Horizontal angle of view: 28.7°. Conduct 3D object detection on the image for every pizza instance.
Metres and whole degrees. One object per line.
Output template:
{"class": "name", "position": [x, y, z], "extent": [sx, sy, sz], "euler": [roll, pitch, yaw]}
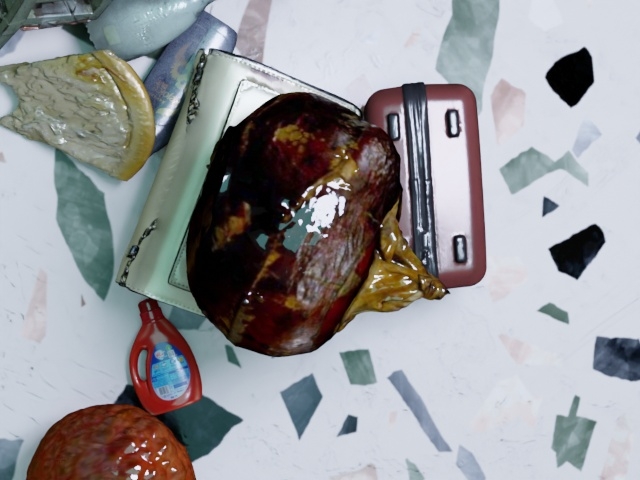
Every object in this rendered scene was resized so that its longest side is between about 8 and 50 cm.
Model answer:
{"class": "pizza", "position": [-0.354, -0.193, 1.766], "extent": [0.262, 0.034, 0.181], "euler": [16, 112, 5]}

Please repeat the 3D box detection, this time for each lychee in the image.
{"class": "lychee", "position": [-0.289, 0.356, 1.736], "extent": [0.255, 0.300, 0.255], "euler": [12, 60, -22]}

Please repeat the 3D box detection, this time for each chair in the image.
{"class": "chair", "position": [-0.386, -0.353, 1.713], "extent": [0.147, 0.270, 0.136], "euler": [-13, 79, -34]}

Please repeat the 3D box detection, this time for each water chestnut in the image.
{"class": "water chestnut", "position": [0.000, 0.000, 1.584], "extent": [0.347, 0.335, 0.335], "euler": [24, 87, -2]}

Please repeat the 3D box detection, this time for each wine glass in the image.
{"class": "wine glass", "position": [-0.189, -0.328, 1.679], "extent": [0.309, 0.264, 0.096], "euler": [-19, 94, 11]}

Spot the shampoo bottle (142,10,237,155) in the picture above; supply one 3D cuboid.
{"class": "shampoo bottle", "position": [-0.212, -0.222, 1.823], "extent": [0.087, 0.049, 0.234], "euler": [33, 86, -2]}

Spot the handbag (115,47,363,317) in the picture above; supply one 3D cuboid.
{"class": "handbag", "position": [-0.123, -0.064, 1.780], "extent": [0.236, 0.160, 0.358], "euler": [22, 87, -24]}

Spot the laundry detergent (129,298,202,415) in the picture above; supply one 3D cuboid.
{"class": "laundry detergent", "position": [-0.236, 0.166, 1.827], "extent": [0.097, 0.049, 0.165], "euler": [-18, 91, -5]}

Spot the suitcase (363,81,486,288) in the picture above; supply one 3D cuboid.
{"class": "suitcase", "position": [0.147, -0.073, 1.794], "extent": [0.161, 0.236, 0.297], "euler": [-5, 92, 1]}
